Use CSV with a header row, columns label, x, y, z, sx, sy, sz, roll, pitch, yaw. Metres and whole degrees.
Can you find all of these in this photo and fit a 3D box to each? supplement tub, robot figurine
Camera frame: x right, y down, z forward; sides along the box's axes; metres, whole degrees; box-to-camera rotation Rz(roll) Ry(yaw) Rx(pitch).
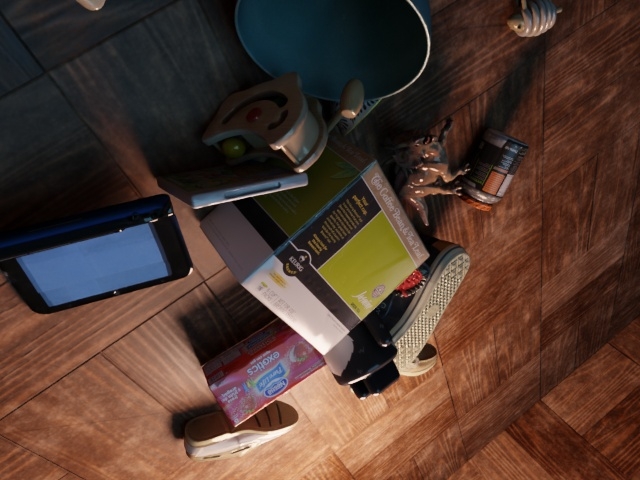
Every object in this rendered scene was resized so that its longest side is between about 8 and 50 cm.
label,x,y,z,sx,sy,sz,roll,pitch,yaw
supplement tub,0.437,-0.180,1.303,0.117,0.117,0.190,5,118,-38
robot figurine,0.075,0.242,1.236,0.209,0.278,0.173,-31,173,12

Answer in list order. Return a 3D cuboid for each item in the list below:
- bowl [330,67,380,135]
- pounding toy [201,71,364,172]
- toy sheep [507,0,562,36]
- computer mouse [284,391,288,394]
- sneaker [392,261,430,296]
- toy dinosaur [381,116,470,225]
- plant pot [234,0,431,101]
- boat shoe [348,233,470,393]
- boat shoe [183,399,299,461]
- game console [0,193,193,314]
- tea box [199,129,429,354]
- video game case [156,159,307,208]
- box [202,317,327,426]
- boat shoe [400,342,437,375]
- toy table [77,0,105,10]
label,x,y,z,sx,sy,sz,roll,pitch,yaw
bowl,0.068,-0.285,0.953,0.080,0.170,0.170,40,94,-11
pounding toy,-0.051,-0.170,0.855,0.155,0.270,0.154,43,48,-46
toy sheep,0.476,-0.499,1.122,0.132,0.091,0.091,-17,132,-2
computer mouse,-0.085,0.326,1.345,0.106,0.042,0.193,16,104,-47
sneaker,0.182,0.063,1.235,0.125,0.262,0.104,-36,102,-28
toy dinosaur,0.220,-0.159,1.163,0.200,0.127,0.295,-14,140,-19
plant pot,0.034,-0.381,0.779,0.290,0.290,0.195,30,65,-45
boat shoe,0.215,0.204,1.390,0.187,0.156,0.500,15,108,-48
boat shoe,-0.208,0.502,1.339,0.302,0.113,0.103,-1,123,-23
game console,-0.365,0.043,0.803,0.293,0.250,0.173,-16,104,-10
tea box,0.000,0.000,1.038,0.323,0.220,0.329,-41,136,-3
video game case,-0.155,-0.102,0.858,0.193,0.212,0.023,-15,111,-27
box,-0.134,0.296,1.196,0.257,0.128,0.122,-31,106,-15
boat shoe,0.253,0.350,1.565,0.302,0.109,0.098,1,121,-30
toy table,-0.312,-0.396,0.528,0.274,0.252,0.161,32,82,-35
